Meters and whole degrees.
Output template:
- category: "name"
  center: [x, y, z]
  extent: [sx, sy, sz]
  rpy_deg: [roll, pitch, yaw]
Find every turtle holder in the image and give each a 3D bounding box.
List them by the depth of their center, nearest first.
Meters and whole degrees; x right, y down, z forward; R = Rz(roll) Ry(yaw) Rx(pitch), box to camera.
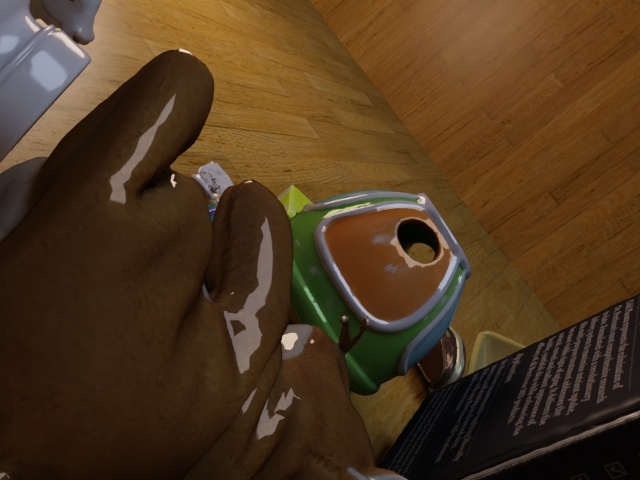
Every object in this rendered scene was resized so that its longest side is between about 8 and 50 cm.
- category: "turtle holder"
  center: [0.069, 0.066, 0.853]
  extent: [0.243, 0.227, 0.320]
  rpy_deg: [61, 5, 38]

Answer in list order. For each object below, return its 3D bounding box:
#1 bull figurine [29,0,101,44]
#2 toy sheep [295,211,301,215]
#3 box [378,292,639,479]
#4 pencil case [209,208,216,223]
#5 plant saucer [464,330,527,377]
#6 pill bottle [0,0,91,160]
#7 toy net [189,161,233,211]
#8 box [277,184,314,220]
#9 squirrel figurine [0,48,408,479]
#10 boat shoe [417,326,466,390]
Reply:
- category: "bull figurine"
  center: [-0.360, -0.284, 0.650]
  extent: [0.310, 0.188, 0.101]
  rpy_deg: [42, 23, -21]
- category: "toy sheep"
  center: [-0.019, 0.008, 1.001]
  extent: [0.132, 0.091, 0.091]
  rpy_deg: [25, 32, -58]
- category: "box"
  center: [0.374, 0.318, 0.657]
  extent: [0.480, 0.472, 0.297]
  rpy_deg: [56, 32, 1]
- category: "pencil case"
  center: [-0.118, 0.034, 0.669]
  extent: [0.070, 0.151, 0.064]
  rpy_deg: [-11, 63, -43]
- category: "plant saucer"
  center: [0.358, 0.321, 1.038]
  extent: [0.333, 0.081, 0.333]
  rpy_deg: [23, 37, 11]
- category: "pill bottle"
  center: [-0.359, -0.208, 0.528]
  extent: [0.334, 0.188, 0.188]
  rpy_deg: [41, 23, -23]
- category: "toy net"
  center: [-0.150, -0.030, 0.865]
  extent: [0.122, 0.045, 0.232]
  rpy_deg: [34, 25, -33]
- category: "box"
  center: [0.000, 0.000, 1.115]
  extent: [0.178, 0.042, 0.109]
  rpy_deg: [42, 23, -21]
- category: "squirrel figurine"
  center: [-0.105, 0.145, 0.453]
  extent: [0.370, 0.281, 0.397]
  rpy_deg: [49, 33, -35]
- category: "boat shoe"
  center: [0.171, 0.159, 1.157]
  extent: [0.095, 0.095, 0.257]
  rpy_deg: [30, 20, -15]
